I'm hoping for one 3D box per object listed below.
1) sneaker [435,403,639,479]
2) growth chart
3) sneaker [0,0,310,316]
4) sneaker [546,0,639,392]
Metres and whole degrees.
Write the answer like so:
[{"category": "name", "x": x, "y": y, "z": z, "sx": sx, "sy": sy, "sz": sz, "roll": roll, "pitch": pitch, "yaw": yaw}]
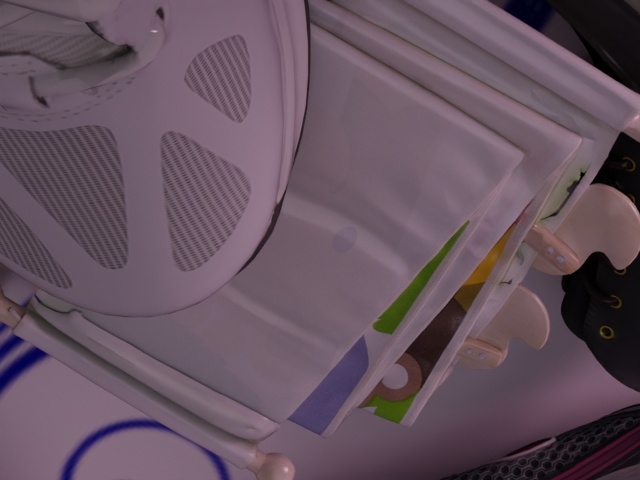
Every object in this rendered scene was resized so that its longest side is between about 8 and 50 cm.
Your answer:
[{"category": "sneaker", "x": 0.087, "y": 0.143, "z": 0.704, "sx": 0.299, "sy": 0.112, "sz": 0.121, "roll": -15, "pitch": 114, "yaw": 18}, {"category": "growth chart", "x": 0.000, "y": 0.000, "z": 0.589, "sx": 0.172, "sy": 0.021, "sz": 0.237, "roll": 37, "pitch": 120, "yaw": -14}, {"category": "sneaker", "x": -0.122, "y": -0.078, "z": 0.359, "sx": 0.169, "sy": 0.257, "sz": 0.447, "roll": -13, "pitch": 134, "yaw": 12}, {"category": "sneaker", "x": 0.114, "y": -0.024, "z": 0.610, "sx": 0.118, "sy": 0.083, "sz": 0.222, "roll": -39, "pitch": 119, "yaw": 17}]
